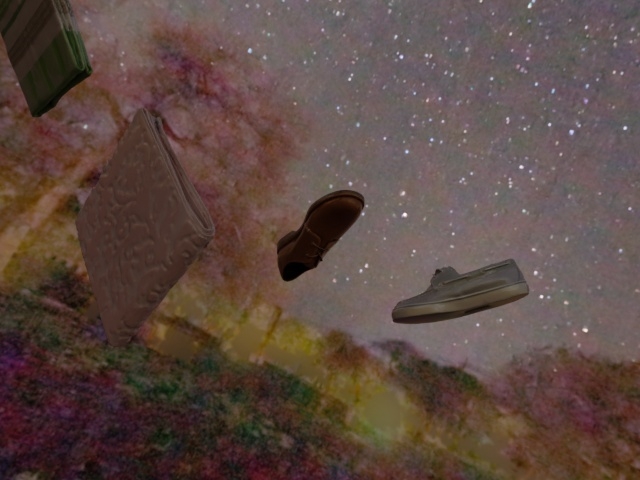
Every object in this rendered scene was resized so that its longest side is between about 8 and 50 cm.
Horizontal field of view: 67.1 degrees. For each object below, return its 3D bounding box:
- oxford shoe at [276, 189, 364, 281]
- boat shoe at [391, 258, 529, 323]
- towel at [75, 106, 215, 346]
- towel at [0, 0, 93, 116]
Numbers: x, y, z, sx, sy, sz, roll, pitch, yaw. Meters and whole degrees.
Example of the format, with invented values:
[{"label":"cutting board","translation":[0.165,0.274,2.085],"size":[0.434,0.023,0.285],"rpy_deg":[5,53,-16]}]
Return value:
[{"label":"oxford shoe","translation":[0.000,0.000,0.750],"size":[0.076,0.076,0.212],"rpy_deg":[20,-41,-24]},{"label":"boat shoe","translation":[0.225,0.083,0.809],"size":[0.227,0.081,0.079],"rpy_deg":[-14,-23,4]},{"label":"towel","translation":[-0.340,-0.022,0.892],"size":[0.053,0.332,0.317],"rpy_deg":[6,45,-49]},{"label":"towel","translation":[-0.232,-0.189,0.386],"size":[0.113,0.023,0.152],"rpy_deg":[-10,-80,43]}]
